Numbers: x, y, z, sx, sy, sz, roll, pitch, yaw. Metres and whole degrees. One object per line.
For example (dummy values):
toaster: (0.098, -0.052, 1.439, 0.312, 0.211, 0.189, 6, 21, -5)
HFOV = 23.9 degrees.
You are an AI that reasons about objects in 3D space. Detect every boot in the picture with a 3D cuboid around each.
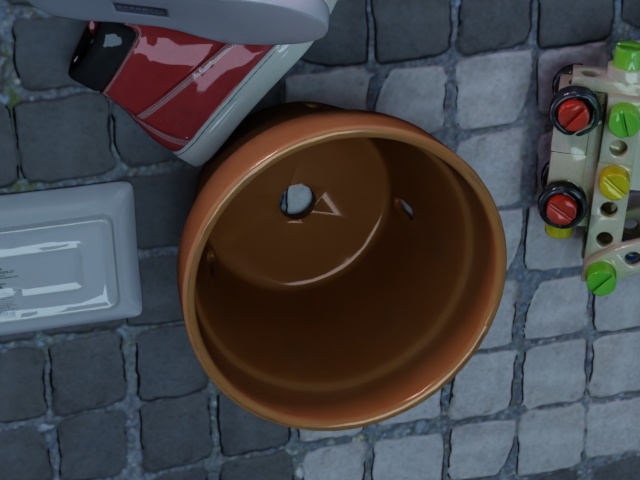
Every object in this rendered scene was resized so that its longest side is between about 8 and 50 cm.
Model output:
boot: (-0.104, -0.205, 1.327, 0.176, 0.088, 0.244, 37, 100, -23)
boot: (-0.114, -0.242, 1.256, 0.258, 0.095, 0.123, 9, 73, -1)

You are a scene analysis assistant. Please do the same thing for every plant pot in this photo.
plant pot: (0.000, 0.000, 1.383, 0.291, 0.203, 0.291, -6, 115, -13)

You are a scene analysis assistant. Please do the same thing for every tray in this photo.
tray: (-0.302, 0.030, 1.407, 0.270, 0.030, 0.145, -8, 117, -13)

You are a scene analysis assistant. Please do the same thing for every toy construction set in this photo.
toy construction set: (0.325, -0.080, 1.471, 0.215, 0.151, 0.328, 7, 106, 7)
